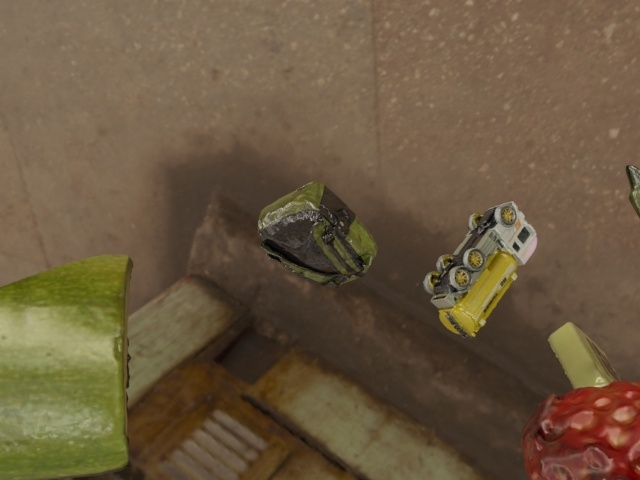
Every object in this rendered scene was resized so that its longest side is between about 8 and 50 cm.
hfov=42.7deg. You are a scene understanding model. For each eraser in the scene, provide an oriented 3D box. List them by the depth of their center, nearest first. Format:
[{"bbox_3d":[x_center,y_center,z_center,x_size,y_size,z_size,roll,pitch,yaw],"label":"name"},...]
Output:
[{"bbox_3d":[0.448,0.224,1.341,0.058,0.172,0.117,-41,114,17],"label":"eraser"}]

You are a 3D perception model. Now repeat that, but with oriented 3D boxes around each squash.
[{"bbox_3d":[-0.265,0.082,0.587,0.251,0.170,0.093,-1,148,-10],"label":"squash"}]

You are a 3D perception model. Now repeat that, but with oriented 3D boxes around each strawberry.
[{"bbox_3d":[0.259,0.179,0.573,0.244,0.205,0.205,25,129,31],"label":"strawberry"}]

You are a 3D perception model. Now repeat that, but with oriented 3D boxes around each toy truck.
[{"bbox_3d":[0.267,0.046,1.358,0.114,0.227,0.098,45,157,-12],"label":"toy truck"}]

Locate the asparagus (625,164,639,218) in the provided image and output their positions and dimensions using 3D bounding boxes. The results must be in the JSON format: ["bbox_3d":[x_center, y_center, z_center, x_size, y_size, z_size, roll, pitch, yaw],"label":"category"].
[{"bbox_3d":[0.534,0.016,1.235,0.080,0.080,0.288,-20,77,42],"label":"asparagus"}]

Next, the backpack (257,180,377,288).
[{"bbox_3d":[0.000,0.000,1.745,0.207,0.140,0.253,-23,126,40],"label":"backpack"}]
